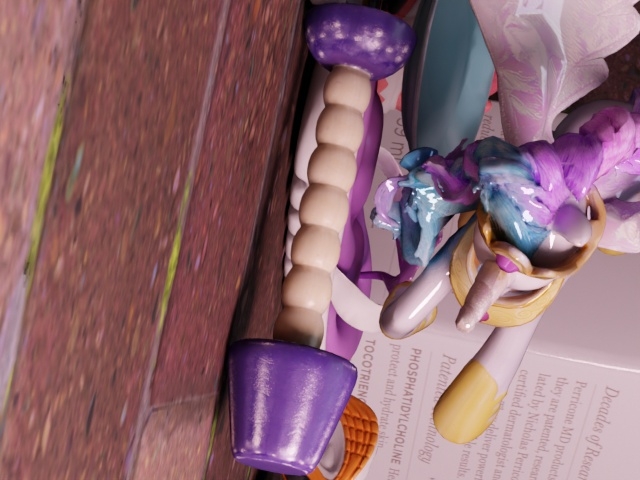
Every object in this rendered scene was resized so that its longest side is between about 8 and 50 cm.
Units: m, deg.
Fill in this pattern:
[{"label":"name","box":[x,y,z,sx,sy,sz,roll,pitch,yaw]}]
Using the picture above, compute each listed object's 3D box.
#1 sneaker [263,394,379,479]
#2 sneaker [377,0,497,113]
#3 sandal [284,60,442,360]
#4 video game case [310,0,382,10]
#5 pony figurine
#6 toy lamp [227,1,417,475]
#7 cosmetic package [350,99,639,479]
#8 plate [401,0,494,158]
[{"label":"sneaker","box":[-0.016,0.237,1.296,0.262,0.099,0.121,-69,176,-49]},{"label":"sneaker","box":[0.117,-0.190,1.346,0.314,0.136,0.116,115,-15,-66]},{"label":"sandal","box":[0.036,0.001,1.264,0.416,0.102,0.169,85,17,-67]},{"label":"video game case","box":[0.035,-0.242,1.172,0.285,0.025,0.204,-7,107,-84]},{"label":"pony figurine","box":[0.175,-0.042,1.074,0.351,0.303,0.363,-48,172,-14]},{"label":"toy lamp","box":[0.000,0.000,1.012,0.080,0.080,0.274,83,20,-74]},{"label":"cosmetic package","box":[0.201,0.093,1.678,0.327,0.394,0.329,96,6,-45]},{"label":"plate","box":[0.087,-0.123,1.182,0.188,0.024,0.188,13,90,-71]}]
